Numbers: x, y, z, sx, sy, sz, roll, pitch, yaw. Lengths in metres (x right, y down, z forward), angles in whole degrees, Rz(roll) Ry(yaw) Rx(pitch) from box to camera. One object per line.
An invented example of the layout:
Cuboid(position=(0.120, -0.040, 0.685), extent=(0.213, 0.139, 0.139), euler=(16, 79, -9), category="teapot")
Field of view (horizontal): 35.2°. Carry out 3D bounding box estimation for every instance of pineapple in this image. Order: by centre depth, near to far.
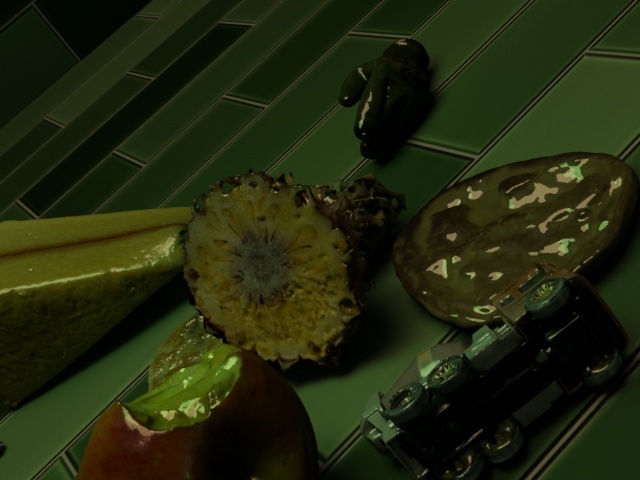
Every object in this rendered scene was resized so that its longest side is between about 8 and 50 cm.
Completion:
Cuboid(position=(0.000, 0.000, 1.254), extent=(0.262, 0.263, 0.271), euler=(-17, 11, 33), category="pineapple")

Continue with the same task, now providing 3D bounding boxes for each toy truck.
Cuboid(position=(0.152, 0.127, 0.961), extent=(0.256, 0.108, 0.140), euler=(-39, 14, 3), category="toy truck")

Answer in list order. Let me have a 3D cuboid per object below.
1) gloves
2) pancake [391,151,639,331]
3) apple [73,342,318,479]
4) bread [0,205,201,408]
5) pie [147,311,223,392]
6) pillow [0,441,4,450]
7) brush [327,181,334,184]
Cuboid(position=(0.105, -0.228, 1.533), extent=(0.107, 0.135, 0.268), euler=(111, -177, -46), category="gloves")
Cuboid(position=(0.213, -0.005, 1.142), extent=(0.294, 0.049, 0.294), euler=(-25, 32, 17), category="pancake")
Cuboid(position=(-0.132, 0.223, 0.988), extent=(0.226, 0.246, 0.246), euler=(-11, 37, 48), category="apple")
Cuboid(position=(-0.347, 0.089, 1.596), extent=(0.361, 0.245, 0.233), euler=(-8, 31, 3), category="bread")
Cuboid(position=(-0.151, 0.151, 1.332), extent=(0.186, 0.041, 0.187), euler=(-27, 30, 17), category="pie")
Cuboid(position=(-0.543, 0.326, 1.504), extent=(0.135, 0.055, 0.091), euler=(-9, 37, 39), category="pillow")
Cuboid(position=(-0.054, -0.052, 1.516), extent=(0.296, 0.068, 0.060), euler=(-7, 16, 41), category="brush")
